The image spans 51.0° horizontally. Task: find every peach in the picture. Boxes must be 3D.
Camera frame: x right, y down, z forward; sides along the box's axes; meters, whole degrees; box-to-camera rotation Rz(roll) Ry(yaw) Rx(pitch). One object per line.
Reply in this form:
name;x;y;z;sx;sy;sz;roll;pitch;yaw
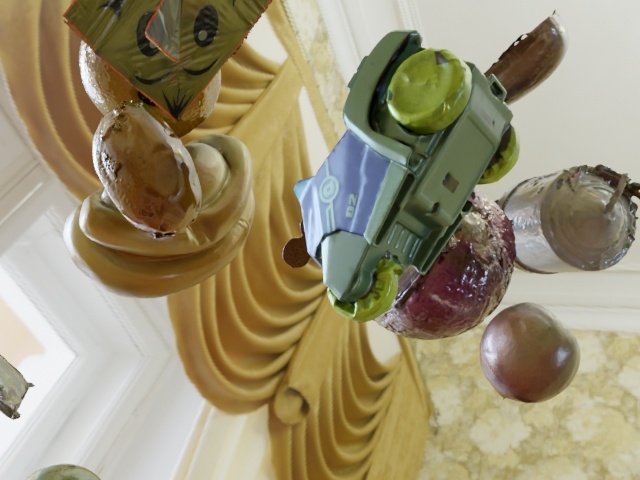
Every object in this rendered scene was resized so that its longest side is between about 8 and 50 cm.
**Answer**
peach;0.169;0.093;0.550;0.083;0.083;0.083;15;-43;15

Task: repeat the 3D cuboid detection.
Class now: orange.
orange;-0.324;-0.330;1.297;0.274;0.274;0.274;15;-43;15

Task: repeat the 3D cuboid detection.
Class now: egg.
egg;-0.479;0.494;1.220;0.228;0.177;0.177;1;-45;51

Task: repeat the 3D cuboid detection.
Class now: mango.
mango;-0.287;-0.124;1.132;0.151;0.156;0.248;-36;-106;37

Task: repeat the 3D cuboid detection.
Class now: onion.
onion;0.194;0.080;1.123;0.159;0.267;0.348;38;-38;-2

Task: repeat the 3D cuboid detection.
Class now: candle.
candle;0.432;-0.037;1.144;0.187;0.187;0.330;34;-9;-7

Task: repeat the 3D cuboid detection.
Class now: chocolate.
chocolate;0.340;-0.288;1.196;0.261;0.161;0.083;-40;-93;33

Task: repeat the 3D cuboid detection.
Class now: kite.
kite;-0.195;-0.319;0.958;0.013;0.377;0.327;32;-53;30

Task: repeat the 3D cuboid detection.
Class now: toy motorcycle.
toy motorcycle;0.077;-0.074;0.821;0.200;0.326;0.191;35;4;39

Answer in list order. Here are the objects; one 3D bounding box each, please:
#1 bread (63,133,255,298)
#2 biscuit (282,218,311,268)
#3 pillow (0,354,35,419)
bread;-0.327;-0.078;1.405;0.329;0.424;0.245;33;-43;24
biscuit;0.000;0.000;1.648;0.205;0.031;0.138;-29;-82;5
pillow;-0.656;0.234;1.275;0.255;0.059;0.169;54;-5;-21
